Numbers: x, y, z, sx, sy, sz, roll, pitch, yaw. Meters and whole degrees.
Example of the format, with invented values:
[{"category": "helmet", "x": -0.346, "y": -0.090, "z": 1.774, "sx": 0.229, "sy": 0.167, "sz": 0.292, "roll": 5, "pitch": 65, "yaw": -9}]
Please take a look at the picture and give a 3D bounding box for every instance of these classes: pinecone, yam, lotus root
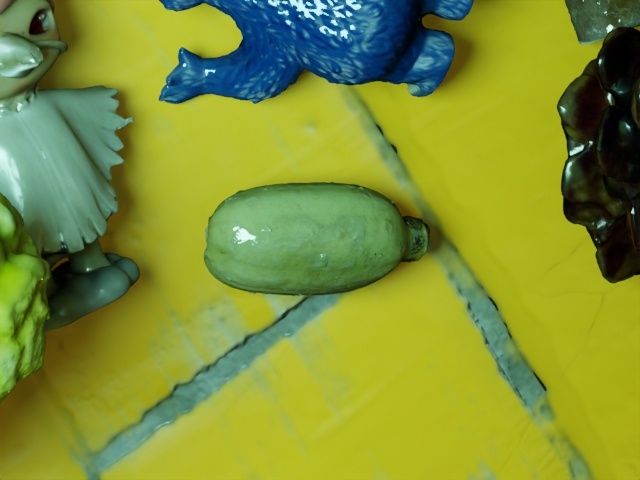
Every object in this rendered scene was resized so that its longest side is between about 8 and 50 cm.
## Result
[{"category": "pinecone", "x": 0.352, "y": -0.066, "z": 1.496, "sx": 0.298, "sy": 0.296, "sz": 0.242, "roll": 29, "pitch": 51, "yaw": -45}, {"category": "yam", "x": 0.221, "y": -0.232, "z": 1.539, "sx": 0.079, "sy": 0.079, "sz": 0.141, "roll": -20, "pitch": 101, "yaw": -14}, {"category": "lotus root", "x": 0.000, "y": 0.001, "z": 1.484, "sx": 0.183, "sy": 0.090, "sz": 0.077, "roll": 1, "pitch": 54, "yaw": -18}]

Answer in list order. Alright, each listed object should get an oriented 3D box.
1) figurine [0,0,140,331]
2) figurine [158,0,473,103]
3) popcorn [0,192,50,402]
[{"category": "figurine", "x": -0.241, "y": -0.128, "z": 1.363, "sx": 0.207, "sy": 0.166, "sz": 0.387, "roll": -26, "pitch": 105, "yaw": -30}, {"category": "figurine", "x": -0.010, "y": -0.184, "z": 1.450, "sx": 0.262, "sy": 0.121, "sz": 0.164, "roll": -3, "pitch": 99, "yaw": -14}, {"category": "popcorn", "x": -0.298, "y": 0.057, "z": 1.232, "sx": 0.242, "sy": 0.250, "sz": 0.235, "roll": 44, "pitch": 47, "yaw": -30}]
